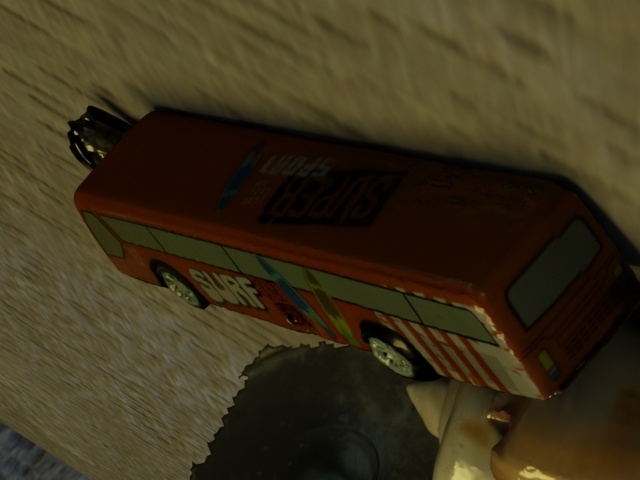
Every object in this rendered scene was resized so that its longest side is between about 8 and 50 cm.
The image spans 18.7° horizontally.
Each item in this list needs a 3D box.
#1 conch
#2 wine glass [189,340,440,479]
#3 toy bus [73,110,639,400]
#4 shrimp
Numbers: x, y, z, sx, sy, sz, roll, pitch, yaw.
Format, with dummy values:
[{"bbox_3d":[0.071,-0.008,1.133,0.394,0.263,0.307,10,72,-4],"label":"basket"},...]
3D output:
[{"bbox_3d":[0.169,0.093,1.004,0.255,0.127,0.158,5,159,8],"label":"conch"},{"bbox_3d":[0.040,0.238,1.462,0.238,0.238,0.323,24,157,36],"label":"wine glass"},{"bbox_3d":[0.000,0.000,1.066,0.409,0.093,0.092,13,146,53],"label":"toy bus"},{"bbox_3d":[-0.104,-0.017,1.327,0.219,0.046,0.152,42,160,-29],"label":"shrimp"}]
